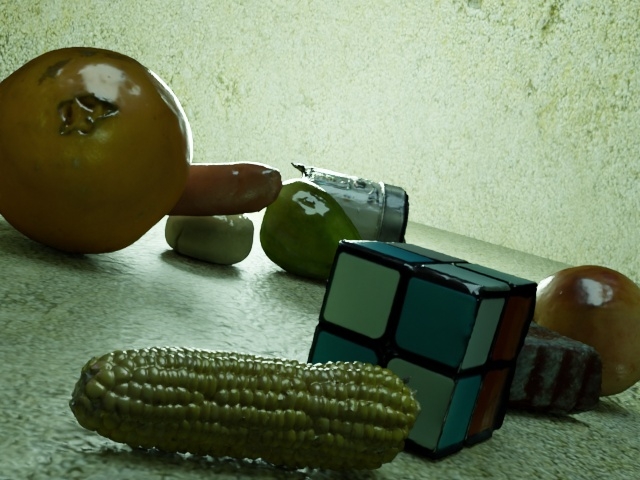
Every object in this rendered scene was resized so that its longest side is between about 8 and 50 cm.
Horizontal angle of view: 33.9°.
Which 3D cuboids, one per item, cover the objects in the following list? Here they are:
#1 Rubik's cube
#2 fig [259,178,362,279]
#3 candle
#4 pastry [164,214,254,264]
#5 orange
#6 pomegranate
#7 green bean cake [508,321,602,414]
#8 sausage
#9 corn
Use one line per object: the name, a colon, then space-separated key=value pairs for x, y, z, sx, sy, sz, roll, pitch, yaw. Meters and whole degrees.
Rubik's cube: x=0.105 y=0.106 z=1.096 sx=0.167 sy=0.183 sz=0.180 roll=17 pitch=9 yaw=29
fig: x=-0.017 y=0.002 z=1.842 sx=0.233 sy=0.167 sz=0.167 roll=56 pitch=22 yaw=15
candle: x=0.010 y=-0.049 z=2.068 sx=0.330 sy=0.187 sz=0.187 roll=13 pitch=8 yaw=-6
pastry: x=-0.189 y=-0.015 z=1.787 sx=0.157 sy=0.092 sz=0.156 roll=6 pitch=13 yaw=-1
orange: x=-0.343 y=-0.130 z=1.536 sx=0.312 sy=0.312 sz=0.312 roll=14 pitch=7 yaw=-2
pomegranate: x=0.371 y=0.130 z=1.457 sx=0.191 sy=0.191 sz=0.191 roll=14 pitch=7 yaw=-2
green bean cake: x=0.217 y=0.143 z=1.354 sx=0.199 sy=0.097 sz=0.233 roll=9 pitch=9 yaw=-27
sausage: x=-0.267 y=-0.081 z=1.717 sx=0.419 sy=0.094 sz=0.094 roll=-1 pitch=30 yaw=11
corn: x=-0.060 y=0.140 z=0.871 sx=0.292 sy=0.101 sz=0.101 roll=8 pitch=9 yaw=-22
